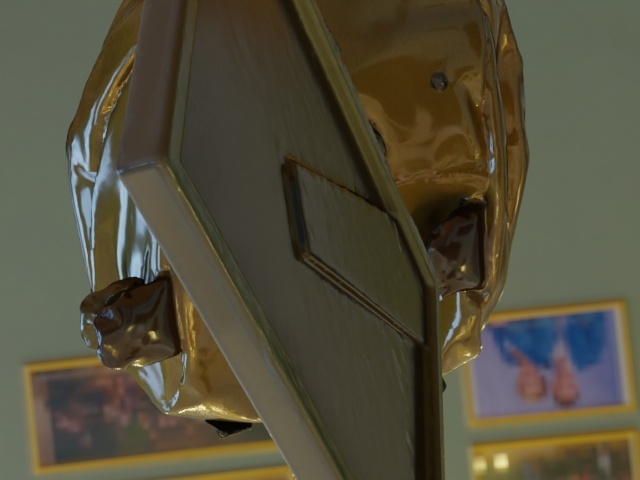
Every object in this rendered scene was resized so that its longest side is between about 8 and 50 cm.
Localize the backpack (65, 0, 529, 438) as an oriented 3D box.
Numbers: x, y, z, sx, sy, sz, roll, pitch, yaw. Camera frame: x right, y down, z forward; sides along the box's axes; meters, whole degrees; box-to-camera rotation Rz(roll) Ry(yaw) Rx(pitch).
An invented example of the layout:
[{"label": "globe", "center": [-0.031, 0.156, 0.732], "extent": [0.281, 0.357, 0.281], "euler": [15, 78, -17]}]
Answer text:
[{"label": "backpack", "center": [-0.015, -0.047, 1.197], "extent": [0.353, 0.378, 0.201], "euler": [-13, -152, -16]}]

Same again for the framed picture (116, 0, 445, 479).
[{"label": "framed picture", "center": [0.000, 0.000, 0.550], "extent": [0.016, 0.184, 0.250], "euler": [-12, 135, 14]}]
